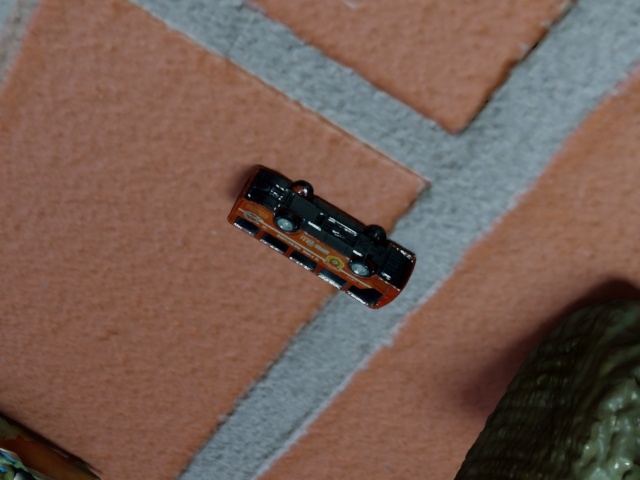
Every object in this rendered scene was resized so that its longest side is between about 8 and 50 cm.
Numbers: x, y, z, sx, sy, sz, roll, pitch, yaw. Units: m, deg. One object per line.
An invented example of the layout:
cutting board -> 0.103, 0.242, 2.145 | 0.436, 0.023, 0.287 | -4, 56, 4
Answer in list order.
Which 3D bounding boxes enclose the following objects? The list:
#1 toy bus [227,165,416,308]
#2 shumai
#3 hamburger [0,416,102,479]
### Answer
toy bus -> 0.000, 0.000, 0.888 | 0.110, 0.031, 0.043 | 32, 142, -6
shumai -> 0.164, 0.143, 0.846 | 0.142, 0.184, 0.184 | 30, 141, -16
hamburger -> -0.294, 0.240, 1.211 | 0.260, 0.150, 0.276 | -19, 124, 42
